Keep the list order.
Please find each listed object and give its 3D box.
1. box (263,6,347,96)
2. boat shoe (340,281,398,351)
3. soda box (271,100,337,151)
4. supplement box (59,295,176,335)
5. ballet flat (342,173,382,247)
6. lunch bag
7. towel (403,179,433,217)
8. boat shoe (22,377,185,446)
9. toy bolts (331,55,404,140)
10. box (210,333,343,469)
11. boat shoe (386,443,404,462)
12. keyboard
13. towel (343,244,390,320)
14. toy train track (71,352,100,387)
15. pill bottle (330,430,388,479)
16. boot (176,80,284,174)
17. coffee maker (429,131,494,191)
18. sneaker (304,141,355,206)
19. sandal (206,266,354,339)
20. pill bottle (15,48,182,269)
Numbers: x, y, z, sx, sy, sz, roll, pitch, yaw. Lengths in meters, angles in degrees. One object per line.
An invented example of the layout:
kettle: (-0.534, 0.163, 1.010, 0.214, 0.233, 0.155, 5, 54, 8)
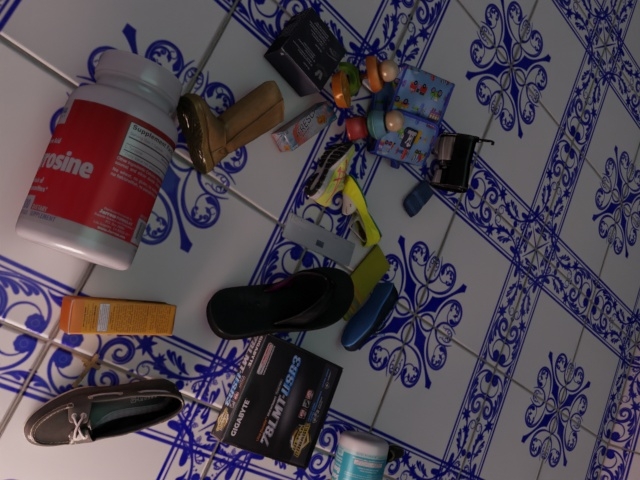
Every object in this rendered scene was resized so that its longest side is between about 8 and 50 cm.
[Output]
box: (-0.038, -0.495, 1.594, 0.156, 0.093, 0.158, 44, 66, -31)
boat shoe: (0.164, 0.237, 1.786, 0.258, 0.109, 0.089, -46, 122, -24)
soda box: (-0.042, -0.307, 1.621, 0.183, 0.063, 0.058, -41, 117, -29)
supplement box: (-0.441, 0.167, 1.328, 0.233, 0.078, 0.080, 6, 89, -37)
ballet flat: (0.106, -0.077, 1.747, 0.077, 0.077, 0.231, -33, 115, -14)
lunch bag: (0.252, -0.363, 1.827, 0.221, 0.138, 0.293, 7, 100, -39)
towel: (0.309, -0.134, 1.925, 0.119, 0.029, 0.067, -46, 118, -26)
boat shoe: (-0.458, 0.373, 1.311, 0.335, 0.095, 0.112, -7, 102, -37)
toy bolts: (0.140, -0.385, 1.656, 0.218, 0.158, 0.228, -57, 137, -65)
box: (-0.106, 0.426, 1.609, 0.293, 0.073, 0.295, 34, 72, -35)
boat shoe: (0.211, 0.669, 1.880, 0.152, 0.049, 0.056, 10, 86, -38)
keyboard: (0.000, 0.000, 1.705, 0.256, 0.014, 0.072, 25, 82, -36)
towel: (0.121, 0.124, 1.801, 0.237, 0.021, 0.102, -48, 125, -27)
toy train track: (-0.514, 0.283, 1.319, 0.048, 0.014, 0.083, 45, 72, -38)
pill bottle: (0.102, 0.696, 1.736, 0.146, 0.146, 0.264, 18, 81, -37)
boot: (-0.206, -0.310, 1.437, 0.269, 0.089, 0.236, -41, 157, -27)
coffee maker: (0.449, -0.247, 1.939, 0.120, 0.171, 0.178, 12, 86, -54)
sneaker: (0.038, -0.184, 1.689, 0.094, 0.081, 0.208, 45, 72, -38)
sandal: (-0.071, 0.156, 1.558, 0.446, 0.107, 0.167, -11, 68, -37)
pill bottle: (-0.429, -0.162, 1.224, 0.229, 0.229, 0.407, 25, 77, -36)
